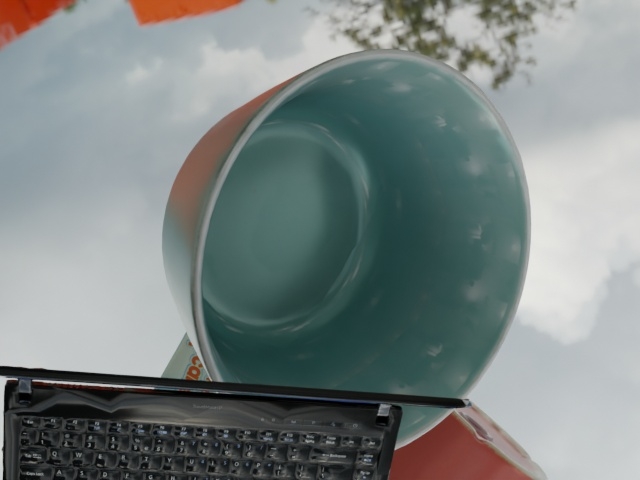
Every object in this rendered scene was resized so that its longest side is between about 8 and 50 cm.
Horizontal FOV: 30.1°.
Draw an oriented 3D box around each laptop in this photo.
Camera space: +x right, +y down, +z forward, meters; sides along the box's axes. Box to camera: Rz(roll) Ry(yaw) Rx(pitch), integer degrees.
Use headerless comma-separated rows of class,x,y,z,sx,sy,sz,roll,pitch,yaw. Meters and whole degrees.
laptop,-0.065,0.147,0.655,0.234,0.264,0.136,6,-152,-8

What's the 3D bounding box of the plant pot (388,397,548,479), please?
plant pot,0.087,0.277,1.246,0.243,0.275,0.275,-49,-153,5

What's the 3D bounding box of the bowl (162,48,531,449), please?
bowl,0.000,0.000,0.944,0.312,0.311,0.163,-33,-152,-23

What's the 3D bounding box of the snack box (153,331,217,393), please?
snack box,-0.121,0.157,1.264,0.060,0.322,0.187,25,-118,4
